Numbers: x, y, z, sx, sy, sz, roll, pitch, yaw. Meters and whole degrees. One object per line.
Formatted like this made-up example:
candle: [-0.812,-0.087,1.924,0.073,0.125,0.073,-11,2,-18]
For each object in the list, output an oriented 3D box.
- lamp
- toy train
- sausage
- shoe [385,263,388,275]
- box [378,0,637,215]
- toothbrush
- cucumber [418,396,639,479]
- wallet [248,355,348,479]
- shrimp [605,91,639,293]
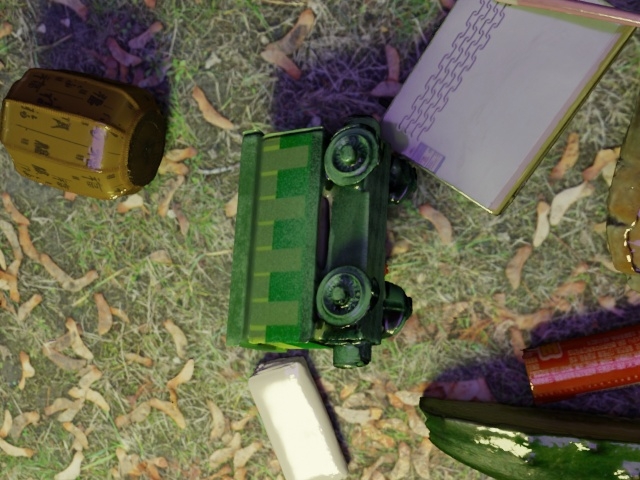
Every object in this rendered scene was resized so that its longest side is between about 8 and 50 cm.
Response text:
lamp: [-0.306,-0.139,0.929,0.185,0.161,0.161,13,103,9]
toy train: [0.000,0.000,0.834,0.202,0.120,0.300,-5,73,26]
sausage: [0.382,0.135,0.851,0.274,0.074,0.074,-15,96,16]
shoe: [0.003,0.063,0.934,0.194,0.074,0.077,-38,94,15]
box: [0.207,-0.191,0.850,0.211,0.045,0.270,33,106,7]
toothbrush: [0.316,-0.234,0.745,0.287,0.020,0.025,21,100,25]
cucumber: [0.274,0.260,0.874,0.326,0.145,0.105,5,94,17]
wallet: [-0.034,0.252,0.994,0.095,0.033,0.190,-22,95,15]
shrimp: [0.446,-0.132,0.778,0.221,0.110,0.445,7,105,7]
